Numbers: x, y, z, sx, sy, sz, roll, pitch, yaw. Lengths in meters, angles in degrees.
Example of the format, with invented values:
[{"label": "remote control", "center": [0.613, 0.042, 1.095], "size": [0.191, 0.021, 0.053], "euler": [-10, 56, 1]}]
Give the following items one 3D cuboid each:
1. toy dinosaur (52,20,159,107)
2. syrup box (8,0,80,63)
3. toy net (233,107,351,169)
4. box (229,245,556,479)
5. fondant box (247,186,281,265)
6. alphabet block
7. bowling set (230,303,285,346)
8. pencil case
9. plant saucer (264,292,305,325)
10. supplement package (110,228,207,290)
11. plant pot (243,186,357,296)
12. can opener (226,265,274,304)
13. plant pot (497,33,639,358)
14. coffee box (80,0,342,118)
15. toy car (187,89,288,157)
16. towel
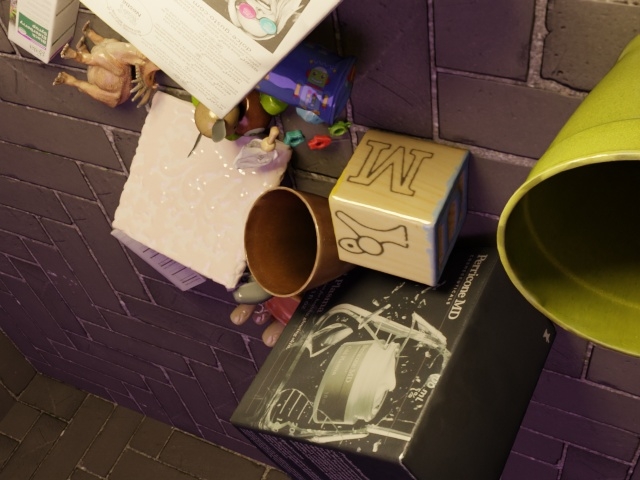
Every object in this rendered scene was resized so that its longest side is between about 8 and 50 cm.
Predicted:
[{"label": "toy dinosaur", "center": [-0.417, -0.332, 1.544], "size": [0.200, 0.127, 0.296], "euler": [31, 154, -16]}, {"label": "syrup box", "center": [-0.532, -0.460, 1.473], "size": [0.093, 0.096, 0.237], "euler": [34, 147, -7]}, {"label": "toy net", "center": [-0.063, -0.197, 1.443], "size": [0.232, 0.045, 0.122], "euler": [-26, 152, 23]}, {"label": "box", "center": [0.153, 0.280, 1.569], "size": [0.472, 0.479, 0.297], "euler": [-1, 138, 45]}, {"label": "fondant box", "center": [-0.214, -0.068, 1.767], "size": [0.330, 0.096, 0.238], "euler": [27, 148, 7]}, {"label": "alphabet block", "center": [0.149, -0.061, 1.397], "size": [0.197, 0.193, 0.192], "euler": [16, 144, 20]}, {"label": "bowling set", "center": [-0.093, 0.189, 2.022], "size": [0.287, 0.200, 0.154], "euler": [37, 104, -18]}, {"label": "pencil case", "center": [-0.087, -0.300, 1.267], "size": [0.306, 0.119, 0.133], "euler": [24, -171, 8]}, {"label": "plant saucer", "center": [-0.049, 0.173, 1.842], "size": [0.200, 0.037, 0.200], "euler": [27, 154, 14]}, {"label": "supplement package", "center": [-0.382, -0.005, 1.945], "size": [0.244, 0.139, 0.134], "euler": [43, 144, -19]}, {"label": "plant pot", "center": [0.000, 0.000, 1.557], "size": [0.215, 0.215, 0.231], "euler": [-8, 176, 44]}, {"label": "can opener", "center": [-0.084, 0.099, 1.740], "size": [0.076, 0.284, 0.095], "euler": [-51, 54, 44]}, {"label": "plant pot", "center": [0.457, -0.091, 0.961], "size": [0.367, 0.353, 0.366], "euler": [21, 147, 14]}, {"label": "coffee box", "center": [-0.109, -0.430, 0.950], "size": [0.338, 0.337, 0.334], "euler": [39, 147, -15]}, {"label": "toy car", "center": [-0.175, -0.222, 1.409], "size": [0.155, 0.188, 0.149], "euler": [-23, 121, 39]}, {"label": "towel", "center": [-0.256, -0.107, 1.607], "size": [0.317, 0.053, 0.331], "euler": [26, 106, 9]}]
